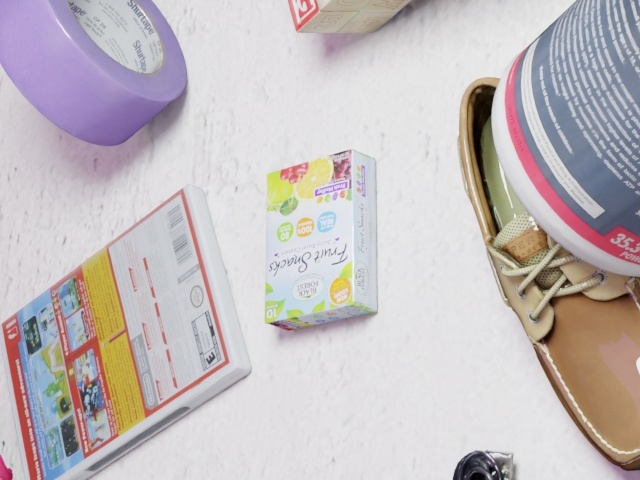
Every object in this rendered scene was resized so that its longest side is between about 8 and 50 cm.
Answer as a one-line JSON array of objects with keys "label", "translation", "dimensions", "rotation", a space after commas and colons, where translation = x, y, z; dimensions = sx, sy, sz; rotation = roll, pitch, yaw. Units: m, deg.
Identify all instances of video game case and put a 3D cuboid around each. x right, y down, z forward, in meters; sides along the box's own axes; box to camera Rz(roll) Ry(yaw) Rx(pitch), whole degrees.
[{"label": "video game case", "translation": [-0.196, 0.102, 1.497], "dimensions": [0.285, 0.025, 0.204], "rotation": [-34, 56, 27]}]

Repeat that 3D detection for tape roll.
[{"label": "tape roll", "translation": [-0.224, -0.190, 1.510], "dimensions": [0.080, 0.189, 0.189], "rotation": [-38, 54, 26]}]

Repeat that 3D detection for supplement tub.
[{"label": "supplement tub", "translation": [0.257, -0.112, 1.014], "dimensions": [0.272, 0.191, 0.191], "rotation": [-43, 49, 49]}]

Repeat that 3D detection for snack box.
[{"label": "snack box", "translation": [0.000, 0.000, 1.355], "dimensions": [0.100, 0.037, 0.141], "rotation": [-15, 66, 38]}]

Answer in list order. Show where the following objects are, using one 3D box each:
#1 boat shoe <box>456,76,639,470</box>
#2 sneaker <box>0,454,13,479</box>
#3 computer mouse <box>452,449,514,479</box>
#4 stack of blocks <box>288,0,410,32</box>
[{"label": "boat shoe", "translation": [0.173, 0.015, 1.144], "dimensions": [0.122, 0.120, 0.324], "rotation": [-37, 54, 26]}, {"label": "sneaker", "translation": [-0.408, 0.187, 1.606], "dimensions": [0.112, 0.121, 0.299], "rotation": [-34, 49, -8]}, {"label": "computer mouse", "translation": [0.194, 0.245, 1.089], "dimensions": [0.272, 0.072, 0.188], "rotation": [-6, 73, 52]}, {"label": "stack of blocks", "translation": [0.064, -0.311, 1.283], "dimensions": [0.297, 0.087, 0.171], "rotation": [-35, 65, 54]}]
